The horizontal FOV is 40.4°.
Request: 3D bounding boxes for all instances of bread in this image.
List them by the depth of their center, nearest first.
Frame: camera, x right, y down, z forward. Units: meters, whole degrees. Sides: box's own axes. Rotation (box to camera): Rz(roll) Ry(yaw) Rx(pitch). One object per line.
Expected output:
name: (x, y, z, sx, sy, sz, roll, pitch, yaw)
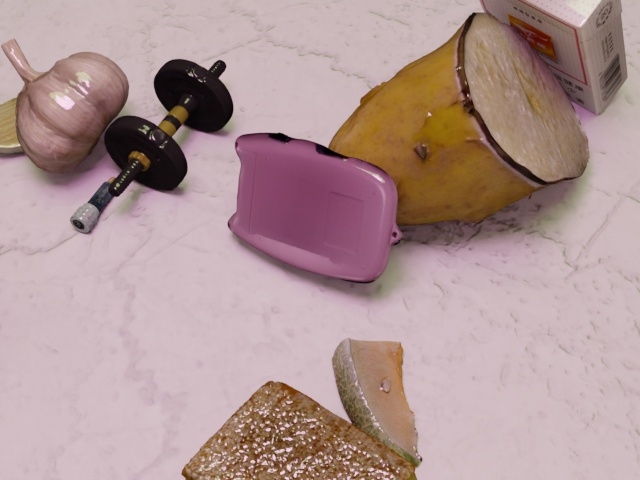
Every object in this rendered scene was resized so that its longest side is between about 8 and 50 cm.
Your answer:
bread: (-0.023, 0.298, 1.064, 0.234, 0.110, 0.184, 29, 56, 28)
bread: (-0.508, -0.199, 1.505, 0.112, 0.036, 0.193, 37, 59, 20)

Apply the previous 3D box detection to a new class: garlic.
garlic: (-0.433, -0.233, 1.400, 0.212, 0.218, 0.218, 40, 58, -11)

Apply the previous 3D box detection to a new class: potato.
potato: (0.193, -0.159, 1.348, 0.397, 0.296, 0.289, -25, 89, -56)

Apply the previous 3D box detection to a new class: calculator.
calculator: (-0.016, -0.045, 1.255, 0.294, 0.194, 0.043, 19, 22, 28)

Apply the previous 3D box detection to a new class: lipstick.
lipstick: (-0.356, -0.064, 1.399, 0.037, 0.037, 0.116, 18, 52, 15)

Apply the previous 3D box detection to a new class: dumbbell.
dumbbell: (-0.244, -0.189, 1.419, 0.143, 0.143, 0.325, 21, 57, 17)

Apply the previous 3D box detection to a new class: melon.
melon: (0.077, 0.218, 1.172, 0.098, 0.054, 0.182, 3, 52, -15)

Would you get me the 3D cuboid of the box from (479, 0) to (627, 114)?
box: (0.373, -0.343, 1.397, 0.210, 0.330, 0.095, 37, 92, 26)
